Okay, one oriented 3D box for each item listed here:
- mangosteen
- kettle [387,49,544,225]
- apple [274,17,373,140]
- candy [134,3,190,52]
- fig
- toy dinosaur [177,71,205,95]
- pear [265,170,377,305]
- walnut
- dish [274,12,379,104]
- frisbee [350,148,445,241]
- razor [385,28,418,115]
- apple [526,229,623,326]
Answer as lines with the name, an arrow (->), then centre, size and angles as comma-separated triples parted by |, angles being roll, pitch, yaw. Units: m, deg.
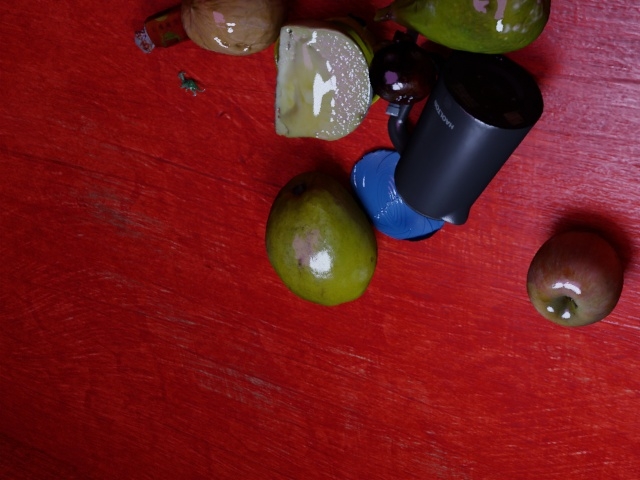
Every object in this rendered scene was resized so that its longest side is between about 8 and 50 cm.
mangosteen -> 0.147, -0.317, 1.752 | 0.140, 0.140, 0.140 | 20, 134, 22
kettle -> 0.248, -0.211, 1.877 | 0.262, 0.203, 0.308 | 34, 140, 5
apple -> 0.016, -0.312, 1.860 | 0.193, 0.120, 0.265 | 17, 134, 12
candy -> -0.321, -0.484, 2.164 | 0.292, 0.059, 0.086 | -7, 116, 39
fig -> 0.254, -0.447, 1.666 | 0.314, 0.233, 0.233 | 28, 137, 30
toy dinosaur -> -0.306, -0.372, 2.274 | 0.083, 0.021, 0.062 | -12, 104, 43
pear -> 0.000, 0.000, 2.193 | 0.252, 0.253, 0.307 | 4, 131, 34
walnut -> -0.174, -0.468, 1.953 | 0.195, 0.221, 0.195 | 14, 109, 46
dish -> 0.041, -0.367, 1.961 | 0.262, 0.108, 0.221 | -13, 115, 43
frisbee -> 0.168, -0.092, 2.146 | 0.242, 0.045, 0.242 | 21, 135, 22
razor -> 0.163, -0.353, 1.836 | 0.106, 0.068, 0.232 | 17, 96, 25
apple -> 0.513, 0.074, 1.935 | 0.188, 0.174, 0.188 | 20, 137, 20
